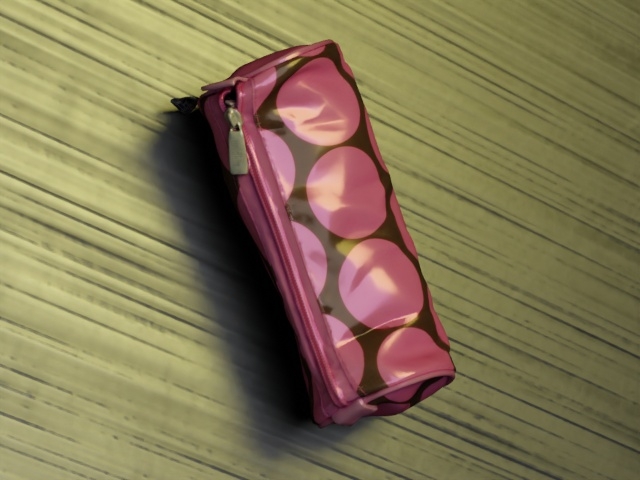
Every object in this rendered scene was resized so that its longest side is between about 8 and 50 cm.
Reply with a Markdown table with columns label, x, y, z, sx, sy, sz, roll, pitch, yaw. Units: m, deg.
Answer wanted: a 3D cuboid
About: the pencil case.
| label | x | y | z | sx | sy | sz | roll | pitch | yaw |
| --- | --- | --- | --- | --- | --- | --- | --- | --- | --- |
| pencil case | 0.000 | 0.000 | 1.086 | 0.209 | 0.095 | 0.098 | 67 | 21 | 1 |
